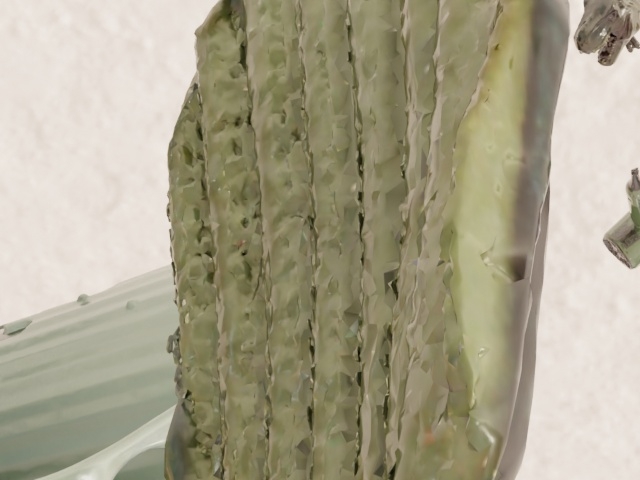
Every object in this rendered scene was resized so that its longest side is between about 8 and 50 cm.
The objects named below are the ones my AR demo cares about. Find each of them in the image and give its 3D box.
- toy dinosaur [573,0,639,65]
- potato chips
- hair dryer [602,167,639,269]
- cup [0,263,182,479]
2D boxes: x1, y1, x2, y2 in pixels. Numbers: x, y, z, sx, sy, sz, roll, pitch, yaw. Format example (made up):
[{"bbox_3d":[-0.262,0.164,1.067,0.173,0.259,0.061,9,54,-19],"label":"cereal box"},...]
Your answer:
[{"bbox_3d":[0.224,-0.237,1.038,0.087,0.187,0.179,-16,132,27],"label":"toy dinosaur"},{"bbox_3d":[0.000,0.000,0.589,0.070,0.429,0.358,11,150,-21],"label":"potato chips"},{"bbox_3d":[0.291,-0.029,1.241,0.047,0.071,0.150,47,176,27],"label":"hair dryer"},{"bbox_3d":[-0.202,0.176,1.128,0.392,0.310,0.401,-14,152,11],"label":"cup"}]
